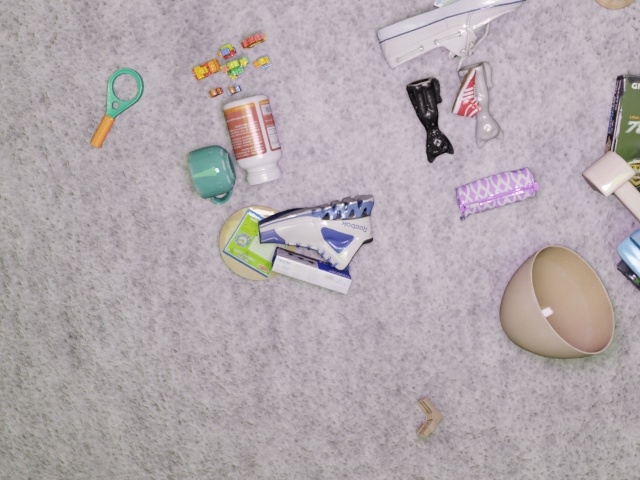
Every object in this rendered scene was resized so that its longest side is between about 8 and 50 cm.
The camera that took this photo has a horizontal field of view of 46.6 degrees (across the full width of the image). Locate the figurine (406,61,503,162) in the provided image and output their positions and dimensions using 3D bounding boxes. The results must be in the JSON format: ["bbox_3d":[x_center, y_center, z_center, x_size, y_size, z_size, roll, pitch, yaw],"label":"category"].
[{"bbox_3d":[0.345,-0.319,1.869,0.215,0.092,0.209,-15,107,8],"label":"figurine"}]

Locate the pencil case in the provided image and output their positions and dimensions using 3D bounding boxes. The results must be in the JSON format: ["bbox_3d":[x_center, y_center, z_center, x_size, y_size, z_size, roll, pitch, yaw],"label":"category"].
[{"bbox_3d":[0.443,-0.122,1.887,0.206,0.088,0.086,-19,100,8],"label":"pencil case"}]

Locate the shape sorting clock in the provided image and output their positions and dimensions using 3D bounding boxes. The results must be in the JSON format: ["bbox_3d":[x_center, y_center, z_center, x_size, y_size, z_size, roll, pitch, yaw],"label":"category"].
[{"bbox_3d":[-0.168,0.007,2.001,0.206,0.040,0.206,-1,100,-5],"label":"shape sorting clock"}]

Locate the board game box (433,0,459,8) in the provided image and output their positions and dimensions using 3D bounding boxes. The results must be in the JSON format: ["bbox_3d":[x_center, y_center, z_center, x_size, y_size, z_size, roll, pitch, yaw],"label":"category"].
[{"bbox_3d":[0.338,-0.608,1.840,0.090,0.020,0.090,24,103,1],"label":"board game box"}]

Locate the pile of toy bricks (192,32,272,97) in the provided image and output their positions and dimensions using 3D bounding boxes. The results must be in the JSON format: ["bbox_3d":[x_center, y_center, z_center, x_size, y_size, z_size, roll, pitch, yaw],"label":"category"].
[{"bbox_3d":[-0.224,-0.441,1.889,0.212,0.105,0.118,-23,98,10],"label":"pile of toy bricks"}]

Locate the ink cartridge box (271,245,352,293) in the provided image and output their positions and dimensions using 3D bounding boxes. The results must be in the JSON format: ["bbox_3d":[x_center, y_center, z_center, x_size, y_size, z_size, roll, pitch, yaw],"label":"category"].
[{"bbox_3d":[-0.024,0.077,1.954,0.207,0.097,0.046,18,102,-8],"label":"ink cartridge box"}]

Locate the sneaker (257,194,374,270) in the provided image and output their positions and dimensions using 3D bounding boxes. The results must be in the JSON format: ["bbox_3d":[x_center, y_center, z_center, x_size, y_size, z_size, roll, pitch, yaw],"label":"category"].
[{"bbox_3d":[0.001,0.000,1.926,0.316,0.127,0.182,-12,100,-2],"label":"sneaker"}]

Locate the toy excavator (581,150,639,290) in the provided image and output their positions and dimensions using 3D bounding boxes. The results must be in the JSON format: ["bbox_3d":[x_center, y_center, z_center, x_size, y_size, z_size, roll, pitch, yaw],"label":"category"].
[{"bbox_3d":[0.796,0.004,1.709,0.222,0.445,0.433,-41,69,12],"label":"toy excavator"}]

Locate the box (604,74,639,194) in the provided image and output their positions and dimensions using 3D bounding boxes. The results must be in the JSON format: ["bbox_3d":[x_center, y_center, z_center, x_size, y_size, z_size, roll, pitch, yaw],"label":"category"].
[{"bbox_3d":[0.861,-0.247,1.828,0.296,0.073,0.293,7,102,4],"label":"box"}]

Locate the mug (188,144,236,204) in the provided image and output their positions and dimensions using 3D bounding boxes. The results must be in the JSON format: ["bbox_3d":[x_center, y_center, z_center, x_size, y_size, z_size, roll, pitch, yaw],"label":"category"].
[{"bbox_3d":[-0.273,-0.178,1.944,0.097,0.158,0.129,-15,75,6],"label":"mug"}]

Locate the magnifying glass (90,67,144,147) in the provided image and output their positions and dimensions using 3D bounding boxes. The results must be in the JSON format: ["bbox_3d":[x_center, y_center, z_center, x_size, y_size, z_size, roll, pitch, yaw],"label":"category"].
[{"bbox_3d":[-0.550,-0.352,1.983,0.092,0.026,0.231,32,103,-1],"label":"magnifying glass"}]

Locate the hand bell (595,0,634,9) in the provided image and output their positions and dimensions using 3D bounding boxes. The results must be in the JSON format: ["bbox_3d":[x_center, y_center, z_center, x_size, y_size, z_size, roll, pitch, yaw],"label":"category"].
[{"bbox_3d":[0.707,-0.604,1.687,0.126,0.242,0.126,1,101,5],"label":"hand bell"}]

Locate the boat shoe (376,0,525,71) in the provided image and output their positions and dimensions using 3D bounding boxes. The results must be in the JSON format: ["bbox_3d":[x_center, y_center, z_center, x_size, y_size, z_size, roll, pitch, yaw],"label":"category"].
[{"bbox_3d":[0.324,-0.489,1.790,0.367,0.136,0.156,-14,103,21],"label":"boat shoe"}]

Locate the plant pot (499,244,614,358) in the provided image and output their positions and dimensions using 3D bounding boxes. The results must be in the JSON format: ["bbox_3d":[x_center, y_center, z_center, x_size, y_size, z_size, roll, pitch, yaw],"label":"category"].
[{"bbox_3d":[0.563,0.178,1.863,0.284,0.284,0.191,48,137,-4],"label":"plant pot"}]

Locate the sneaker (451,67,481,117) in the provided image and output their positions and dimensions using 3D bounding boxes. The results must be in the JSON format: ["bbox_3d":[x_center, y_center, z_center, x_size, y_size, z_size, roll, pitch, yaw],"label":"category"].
[{"bbox_3d":[0.367,-0.353,1.789,0.067,0.042,0.118,18,119,-2],"label":"sneaker"}]

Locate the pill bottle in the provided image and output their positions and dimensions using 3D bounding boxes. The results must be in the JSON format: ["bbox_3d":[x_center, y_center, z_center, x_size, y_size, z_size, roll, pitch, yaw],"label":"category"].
[{"bbox_3d":[-0.169,-0.257,1.910,0.121,0.121,0.216,-12,99,8],"label":"pill bottle"}]

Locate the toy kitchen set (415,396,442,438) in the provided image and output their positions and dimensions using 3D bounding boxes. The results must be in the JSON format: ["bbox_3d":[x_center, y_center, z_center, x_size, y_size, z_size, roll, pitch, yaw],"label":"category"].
[{"bbox_3d":[0.273,0.489,2.035,0.075,0.083,0.068,51,143,-4],"label":"toy kitchen set"}]
